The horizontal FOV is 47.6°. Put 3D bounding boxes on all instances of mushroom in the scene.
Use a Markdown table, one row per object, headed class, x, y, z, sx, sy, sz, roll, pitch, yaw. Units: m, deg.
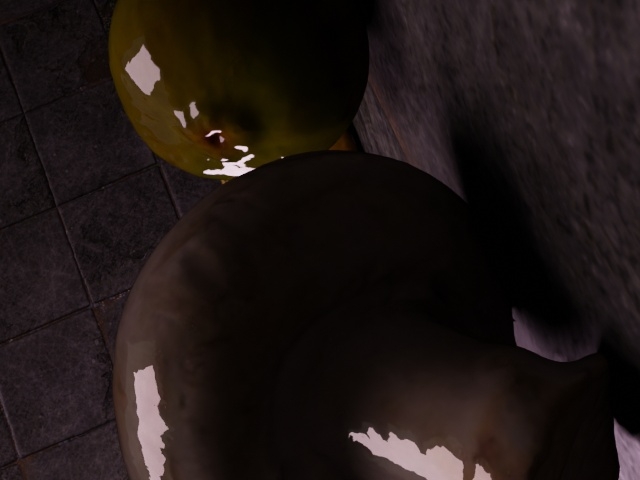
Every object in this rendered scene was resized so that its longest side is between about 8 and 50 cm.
| class | x | y | z | sx | sy | sz | roll | pitch | yaw |
| --- | --- | --- | --- | --- | --- | --- | --- | --- | --- |
| mushroom | 0.029 | 0.087 | 0.457 | 0.290 | 0.298 | 0.297 | 10 | 128 | 53 |

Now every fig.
| class | x | y | z | sx | sy | sz | roll | pitch | yaw |
| --- | --- | --- | --- | --- | --- | --- | --- | --- | --- |
| fig | -0.053 | -0.162 | 0.594 | 0.207 | 0.230 | 0.207 | 24 | 146 | 18 |

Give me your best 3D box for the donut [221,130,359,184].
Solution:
| class | x | y | z | sx | sy | sz | roll | pitch | yaw |
| --- | --- | --- | --- | --- | --- | --- | --- | --- | --- |
| donut | -0.077 | -0.116 | 1.076 | 0.377 | 0.164 | 0.435 | 56 | 173 | 27 |
